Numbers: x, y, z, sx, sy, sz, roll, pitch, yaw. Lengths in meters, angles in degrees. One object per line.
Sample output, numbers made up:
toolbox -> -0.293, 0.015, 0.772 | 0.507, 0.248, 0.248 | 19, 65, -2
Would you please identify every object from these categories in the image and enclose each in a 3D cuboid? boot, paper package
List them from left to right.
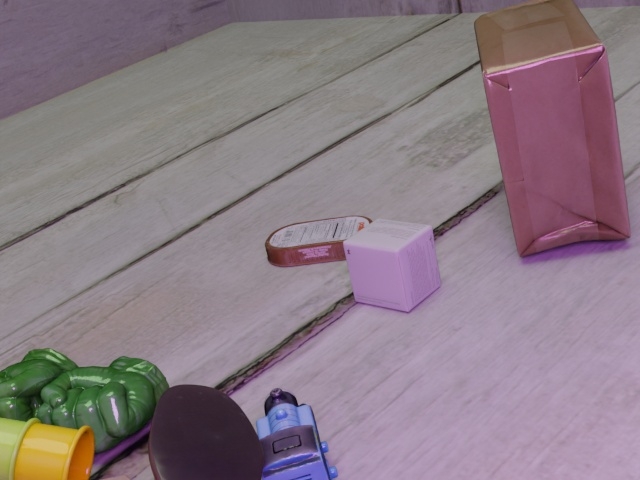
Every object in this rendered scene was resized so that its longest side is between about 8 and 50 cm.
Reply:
boot -> -0.107, 0.261, 0.913 | 0.112, 0.115, 0.305 | 4, 34, -21
paper package -> 0.345, -0.180, 1.485 | 0.168, 0.309, 0.325 | -12, 23, 11

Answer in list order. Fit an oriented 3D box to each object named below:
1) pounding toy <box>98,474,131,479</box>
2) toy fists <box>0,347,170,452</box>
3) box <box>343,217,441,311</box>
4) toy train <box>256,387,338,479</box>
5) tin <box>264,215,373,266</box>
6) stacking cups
pounding toy -> -0.207, 0.318, 0.916 | 0.100, 0.141, 0.130 | -6, 12, -28
toy fists -> -0.337, 0.206, 1.264 | 0.279, 0.096, 0.142 | 2, 29, 29
box -> 0.103, 0.033, 1.400 | 0.101, 0.101, 0.087 | 9, 31, 41
toy train -> -0.027, 0.228, 1.030 | 0.080, 0.105, 0.184 | -14, 24, -2
tin -> 0.000, 0.000, 1.616 | 0.190, 0.040, 0.106 | -8, 28, 13
stacking cups -> -0.427, 0.239, 1.135 | 0.316, 0.096, 0.096 | 7, 27, 7
